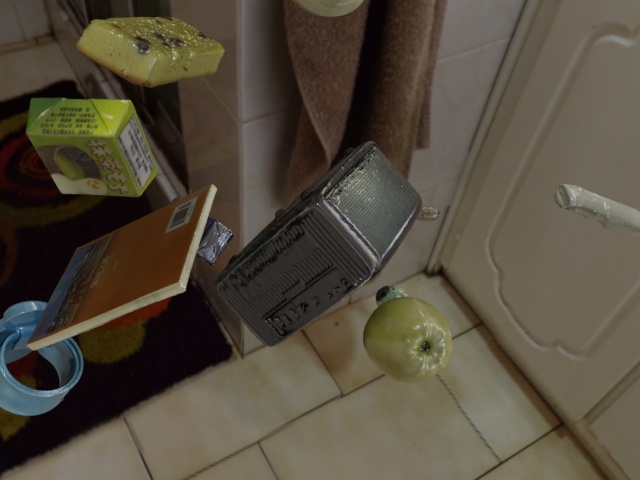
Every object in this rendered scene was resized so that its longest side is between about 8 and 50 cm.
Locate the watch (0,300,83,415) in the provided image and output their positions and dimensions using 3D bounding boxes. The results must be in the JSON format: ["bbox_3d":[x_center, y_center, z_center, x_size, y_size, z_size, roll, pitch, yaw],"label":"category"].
[{"bbox_3d":[-0.572,0.244,1.344,0.211,0.211,0.193,-21,66,-22],"label":"watch"}]

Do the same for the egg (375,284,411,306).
[{"bbox_3d":[0.192,0.159,1.750,0.085,0.085,0.110,-30,42,-27],"label":"egg"}]

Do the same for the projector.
[{"bbox_3d":[0.000,0.000,1.566,0.242,0.395,0.405,49,35,-5],"label":"projector"}]

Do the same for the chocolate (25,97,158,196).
[{"bbox_3d":[-0.648,-0.257,1.891,0.288,0.301,0.137,3,56,7],"label":"chocolate"}]

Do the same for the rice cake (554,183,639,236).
[{"bbox_3d":[0.588,-0.059,1.386,0.256,0.052,0.057,14,40,-29],"label":"rice cake"}]

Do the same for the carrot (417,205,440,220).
[{"bbox_3d":[0.242,-0.081,2.000,0.254,0.049,0.049,-1,52,-16],"label":"carrot"}]

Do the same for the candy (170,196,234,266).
[{"bbox_3d":[-0.283,-0.027,1.469,0.088,0.061,0.312,-54,30,-5],"label":"candy"}]

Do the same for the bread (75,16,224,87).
[{"bbox_3d":[-0.311,-0.370,1.285,0.138,0.077,0.361,32,22,1],"label":"bread"}]

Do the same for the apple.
[{"bbox_3d":[0.190,0.212,1.430,0.200,0.200,0.200,4,52,-5],"label":"apple"}]

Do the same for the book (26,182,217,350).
[{"bbox_3d":[-0.363,0.047,1.227,0.374,0.028,0.262,-22,38,25],"label":"book"}]

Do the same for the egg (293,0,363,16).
[{"bbox_3d":[0.003,-0.653,1.634,0.241,0.186,0.186,21,52,1],"label":"egg"}]
